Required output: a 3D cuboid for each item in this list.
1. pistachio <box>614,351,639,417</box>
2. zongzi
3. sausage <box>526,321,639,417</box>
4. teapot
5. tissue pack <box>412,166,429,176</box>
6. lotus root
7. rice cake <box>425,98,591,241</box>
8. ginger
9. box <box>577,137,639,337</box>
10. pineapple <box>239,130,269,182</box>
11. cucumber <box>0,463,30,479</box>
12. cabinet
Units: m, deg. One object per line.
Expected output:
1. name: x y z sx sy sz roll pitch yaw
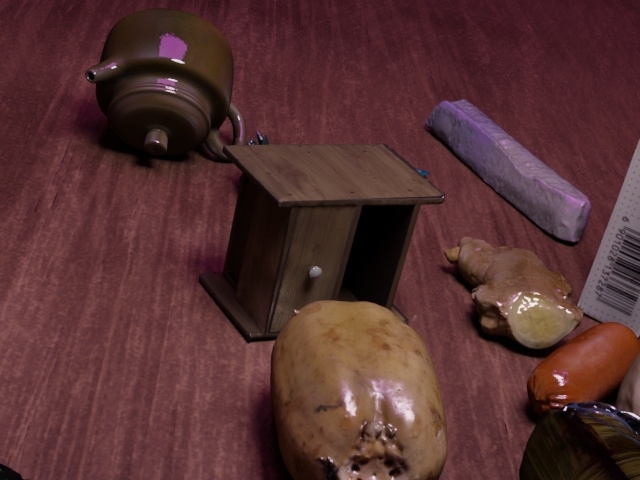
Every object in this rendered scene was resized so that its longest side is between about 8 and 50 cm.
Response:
1. pistachio: 0.397 0.157 1.358 0.238 0.153 0.138 -28 87 -51
2. zongzi: 0.352 0.253 1.121 0.300 0.138 0.286 1 25 -14
3. sausage: 0.290 0.144 1.395 0.076 0.076 0.197 29 31 29
4. teapot: -0.205 -0.187 1.737 0.267 0.185 0.175 29 51 -34
5. tissue pack: 0.100 -0.093 1.837 0.085 0.028 0.138 21 30 14
6. lotus root: 0.033 0.144 1.195 0.160 0.146 0.284 26 19 -16
7. rice cake: 0.282 -0.115 1.918 0.064 0.070 0.399 3 28 -30
8. ginger: 0.238 0.057 1.551 0.137 0.074 0.213 7 21 -13
9. box: 0.446 -0.065 1.592 0.095 0.330 0.210 26 28 24
10. pineapple: -0.005 -0.092 1.714 0.221 0.083 0.103 4 43 -19
11. cucumber: -0.343 0.216 0.962 0.293 0.067 0.067 -12 36 -42
12. cabinet: 0.000 0.000 1.430 0.215 0.175 0.148 -2 29 -30
